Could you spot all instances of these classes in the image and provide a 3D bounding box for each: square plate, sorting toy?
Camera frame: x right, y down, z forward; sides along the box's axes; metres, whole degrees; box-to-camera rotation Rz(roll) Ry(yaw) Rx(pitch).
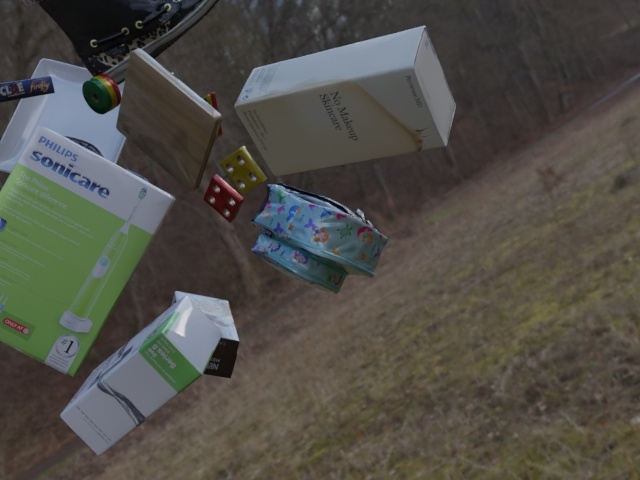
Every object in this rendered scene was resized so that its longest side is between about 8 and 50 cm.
[{"bbox_3d":[-0.664,-0.301,2.161,0.049,0.344,0.347,68,-140,-69],"label":"square plate"},{"bbox_3d":[-0.167,-0.143,0.966,0.046,0.274,0.132,-42,-13,-40],"label":"sorting toy"}]

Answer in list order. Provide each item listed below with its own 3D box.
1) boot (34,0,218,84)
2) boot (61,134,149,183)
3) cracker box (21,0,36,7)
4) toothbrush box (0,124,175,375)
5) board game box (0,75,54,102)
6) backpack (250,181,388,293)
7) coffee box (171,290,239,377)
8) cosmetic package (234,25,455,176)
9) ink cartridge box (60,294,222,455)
[{"bbox_3d":[-0.247,-0.330,1.035,0.236,0.178,0.085,-39,25,3],"label":"boot"},{"bbox_3d":[-0.398,-0.096,1.408,0.082,0.219,0.106,-49,-15,-41],"label":"boot"},{"bbox_3d":[-0.630,-0.673,1.905,0.232,0.155,0.067,-26,-13,-5],"label":"cracker box"},{"bbox_3d":[-0.362,0.013,1.135,0.283,0.206,0.122,-62,9,-1],"label":"toothbrush box"},{"bbox_3d":[-0.773,-0.345,1.895,0.243,0.042,0.165,0,16,31],"label":"board game box"},{"bbox_3d":[0.000,0.000,1.648,0.254,0.191,0.225,14,-10,40],"label":"backpack"},{"bbox_3d":[-0.281,0.218,1.902,0.141,0.098,0.246,12,15,-15],"label":"coffee box"},{"bbox_3d":[0.040,-0.214,1.284,0.310,0.160,0.113,-7,43,29],"label":"cosmetic package"},{"bbox_3d":[-0.339,0.255,1.546,0.273,0.114,0.198,-39,10,13],"label":"ink cartridge box"}]
